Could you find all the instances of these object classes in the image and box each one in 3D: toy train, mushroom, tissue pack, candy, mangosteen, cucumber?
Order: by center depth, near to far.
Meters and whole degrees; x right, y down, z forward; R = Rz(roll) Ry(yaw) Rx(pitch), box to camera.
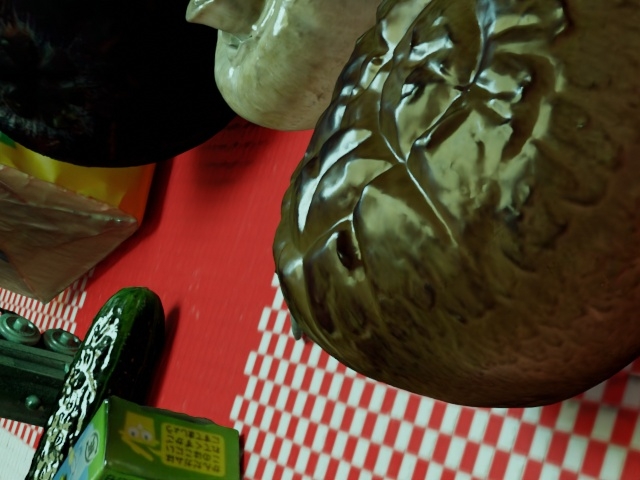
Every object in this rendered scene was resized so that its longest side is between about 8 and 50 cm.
[{"bbox_3d":[0.082,-0.040,0.719,0.253,0.153,0.253,-48,23,29],"label":"mushroom"},{"bbox_3d":[-0.013,-0.153,1.083,0.166,0.127,0.166,-40,39,43],"label":"mushroom"},{"bbox_3d":[-0.136,0.192,1.128,0.194,0.097,0.062,-55,29,37],"label":"candy"},{"bbox_3d":[-0.158,-0.213,1.294,0.300,0.300,0.300,-52,28,41],"label":"mangosteen"},{"bbox_3d":[-0.179,0.149,1.309,0.074,0.074,0.241,-3,68,68],"label":"cucumber"},{"bbox_3d":[-0.257,0.110,1.404,0.071,0.170,0.111,-63,29,18],"label":"toy train"},{"bbox_3d":[-0.267,-0.173,1.597,0.293,0.228,0.382,-31,45,57],"label":"tissue pack"}]

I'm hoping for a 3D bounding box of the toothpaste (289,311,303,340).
[{"bbox_3d":[0.000,0.000,0.951,0.255,0.037,0.067,106,174,-74],"label":"toothpaste"}]
